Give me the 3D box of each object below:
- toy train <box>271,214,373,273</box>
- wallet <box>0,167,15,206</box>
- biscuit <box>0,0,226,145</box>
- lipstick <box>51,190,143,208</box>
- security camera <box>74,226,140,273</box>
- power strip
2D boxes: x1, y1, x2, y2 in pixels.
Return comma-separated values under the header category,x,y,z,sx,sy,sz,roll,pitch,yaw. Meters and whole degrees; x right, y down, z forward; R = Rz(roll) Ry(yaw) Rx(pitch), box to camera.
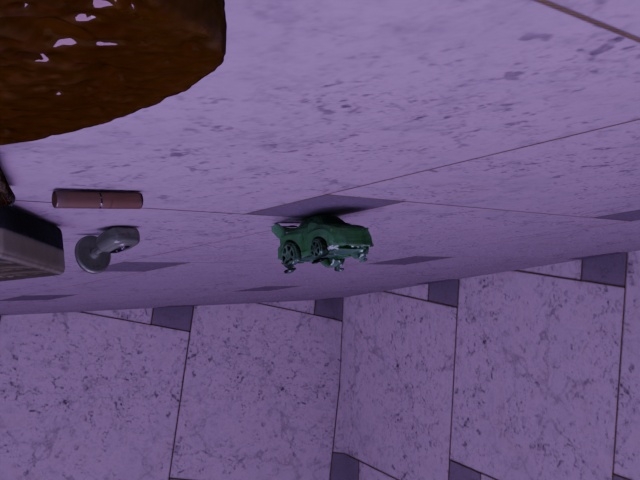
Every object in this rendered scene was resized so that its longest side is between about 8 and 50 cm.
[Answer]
category,x,y,z,sx,sy,sz,roll,pitch,yaw
toy train,0.000,0.000,1.268,0.099,0.081,0.149,0,166,-36
wallet,-0.327,-0.050,0.774,0.121,0.031,0.232,-7,176,-14
biscuit,-0.200,-0.098,0.320,0.314,0.063,0.367,-13,169,39
lipstick,-0.230,-0.042,0.957,0.094,0.019,0.019,0,172,-34
security camera,-0.284,0.008,1.244,0.058,0.058,0.092,1,163,-43
power strip,-0.374,0.006,1.060,0.105,0.070,0.257,-4,175,0
